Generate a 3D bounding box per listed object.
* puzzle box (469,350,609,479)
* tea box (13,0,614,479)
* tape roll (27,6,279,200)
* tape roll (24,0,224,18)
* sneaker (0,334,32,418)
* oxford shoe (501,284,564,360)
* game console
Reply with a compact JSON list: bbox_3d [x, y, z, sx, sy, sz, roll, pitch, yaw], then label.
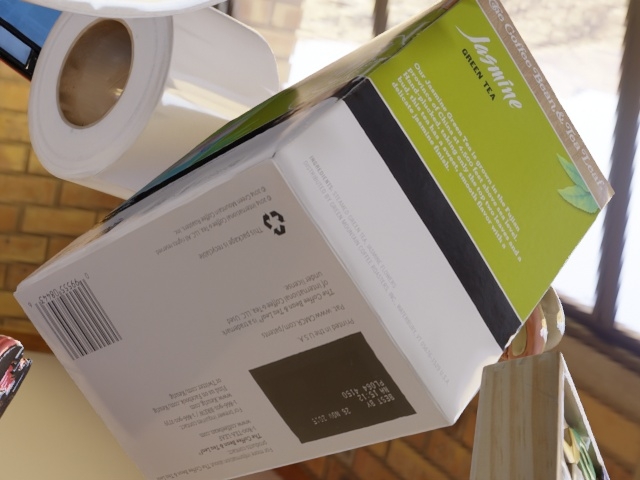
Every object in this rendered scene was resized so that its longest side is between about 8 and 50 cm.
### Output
[{"bbox_3d":[0.134,0.280,0.577,0.052,0.272,0.409,-15,-154,20],"label":"puzzle box"},{"bbox_3d":[0.000,0.000,0.937,0.329,0.220,0.323,-23,-166,42],"label":"tea box"},{"bbox_3d":[-0.190,-0.163,1.323,0.246,0.246,0.169,26,-176,43],"label":"tape roll"},{"bbox_3d":[-0.093,-0.297,0.529,0.392,0.392,0.072,-1,-165,-43],"label":"tape roll"},{"bbox_3d":[-0.460,0.163,1.515,0.136,0.116,0.314,27,156,-3],"label":"sneaker"},{"bbox_3d":[0.201,-0.006,1.277,0.147,0.140,0.397,-7,-150,-9],"label":"oxford shoe"},{"bbox_3d":[-0.381,-0.282,1.468,0.144,0.085,0.124,37,-161,-22],"label":"game console"}]
